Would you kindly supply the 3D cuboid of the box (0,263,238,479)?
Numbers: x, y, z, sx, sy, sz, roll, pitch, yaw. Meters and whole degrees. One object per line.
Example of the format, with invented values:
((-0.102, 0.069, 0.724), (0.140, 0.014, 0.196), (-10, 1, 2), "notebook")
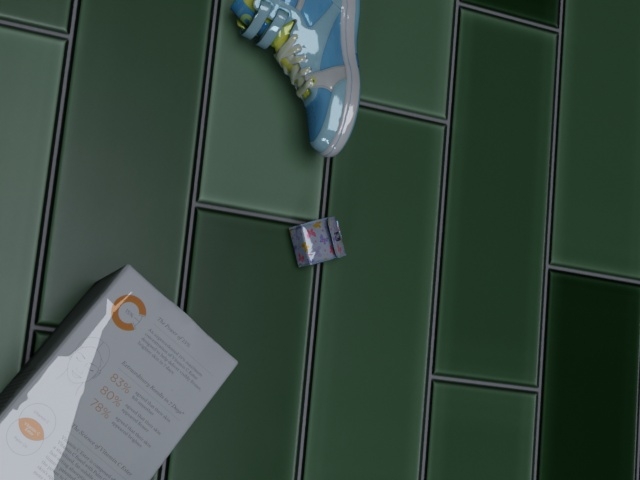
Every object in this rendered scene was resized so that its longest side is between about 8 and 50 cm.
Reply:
((-0.318, 0.238, 1.613), (0.215, 0.168, 0.345), (44, 65, -13), "box")

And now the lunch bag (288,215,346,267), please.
((0.000, 0.000, 1.865), (0.083, 0.053, 0.071), (-12, 89, -34), "lunch bag")

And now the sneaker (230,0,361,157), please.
((-0.048, -0.294, 1.846), (0.208, 0.127, 0.319), (9, 70, -25), "sneaker")
